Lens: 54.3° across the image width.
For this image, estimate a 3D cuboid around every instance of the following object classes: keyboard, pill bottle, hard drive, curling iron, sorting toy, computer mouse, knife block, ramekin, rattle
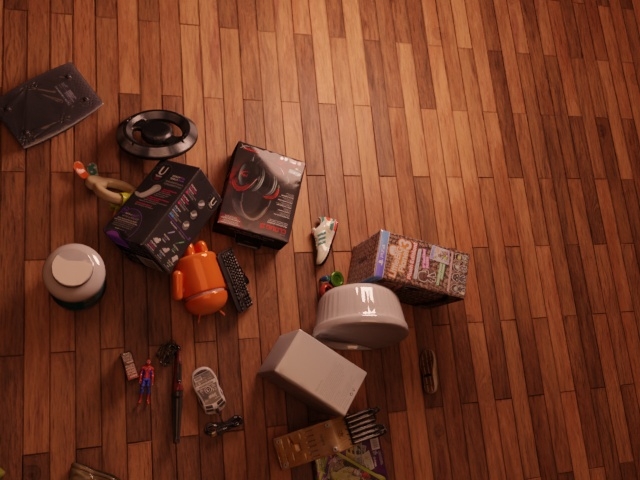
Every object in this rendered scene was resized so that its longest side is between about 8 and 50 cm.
[{"bbox_3d":[-0.237,0.108,1.787,0.023,0.108,0.180,-15,99,22],"label":"keyboard"},{"bbox_3d":[-0.618,0.092,1.574,0.146,0.264,0.146,4,76,-17],"label":"pill bottle"},{"bbox_3d":[-0.765,-0.376,1.756,0.255,0.054,0.172,-38,90,-22],"label":"hard drive"},{"bbox_3d":[-0.401,0.408,1.690,0.068,0.035,0.274,-6,78,-15],"label":"curling iron"},{"bbox_3d":[0.024,0.133,1.899,0.061,0.042,0.102,53,55,-16],"label":"sorting toy"},{"bbox_3d":[-0.296,0.437,1.715,0.106,0.042,0.193,-22,90,-17],"label":"computer mouse"},{"bbox_3d":[0.038,0.545,1.742,0.276,0.242,0.088,-26,72,22],"label":"knife block"},{"bbox_3d":[0.111,0.219,1.789,0.273,0.273,0.127,6,63,-17],"label":"ramekin"},{"bbox_3d":[-0.613,-0.119,1.756,0.200,0.143,0.130,22,38,4],"label":"rattle"}]

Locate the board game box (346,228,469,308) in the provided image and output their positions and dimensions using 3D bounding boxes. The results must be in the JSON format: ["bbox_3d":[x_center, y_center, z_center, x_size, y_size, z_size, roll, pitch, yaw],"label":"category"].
[{"bbox_3d":[0.259,0.094,1.876,0.291,0.232,0.141,15,73,-13],"label":"board game box"}]

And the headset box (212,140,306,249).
[{"bbox_3d":[-0.184,-0.116,1.850,0.218,0.110,0.293,17,72,-14],"label":"headset box"}]

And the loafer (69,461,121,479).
[{"bbox_3d":[-0.567,0.608,1.578,0.148,0.056,0.050,23,71,-1],"label":"loafer"}]

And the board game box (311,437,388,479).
[{"bbox_3d":[0.102,0.745,1.764,0.208,0.056,0.347,-6,78,-24],"label":"board game box"}]

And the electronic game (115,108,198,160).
[{"bbox_3d":[-0.468,-0.306,1.792,0.229,0.048,0.229,4,44,-4],"label":"electronic game"}]

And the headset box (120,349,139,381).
[{"bbox_3d":[-0.507,0.337,1.658,0.032,0.062,0.083,-18,82,-20],"label":"headset box"}]

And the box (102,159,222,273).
[{"bbox_3d":[-0.425,-0.069,1.701,0.165,0.143,0.270,17,62,32],"label":"box"}]

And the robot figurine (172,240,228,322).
[{"bbox_3d":[-0.336,0.115,1.735,0.128,0.158,0.219,-19,83,6],"label":"robot figurine"}]

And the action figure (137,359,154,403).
[{"bbox_3d":[-0.469,0.379,1.680,0.038,0.030,0.115,5,73,-12],"label":"action figure"}]

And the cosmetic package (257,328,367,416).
[{"bbox_3d":[-0.029,0.365,1.719,0.225,0.224,0.138,33,70,-8],"label":"cosmetic package"}]

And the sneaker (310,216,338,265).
[{"bbox_3d":[0.000,0.000,1.919,0.075,0.057,0.161,18,72,4],"label":"sneaker"}]

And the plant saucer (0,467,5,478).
[{"bbox_3d":[-0.896,0.570,1.482,0.188,0.045,0.188,43,68,-3],"label":"plant saucer"}]

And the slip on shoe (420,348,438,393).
[{"bbox_3d":[0.342,0.406,1.931,0.041,0.051,0.135,25,54,-53],"label":"slip on shoe"}]
